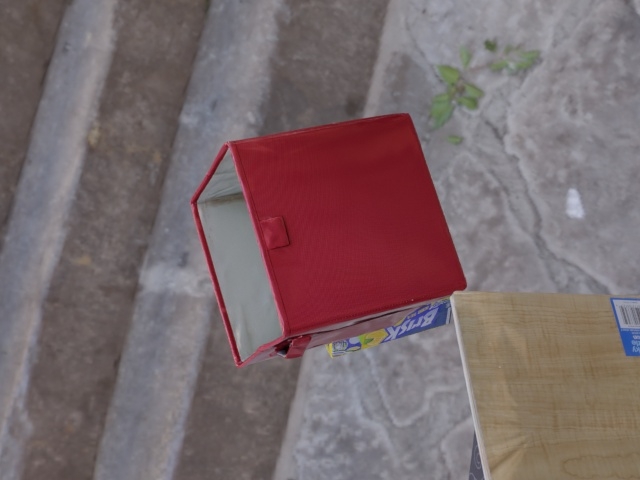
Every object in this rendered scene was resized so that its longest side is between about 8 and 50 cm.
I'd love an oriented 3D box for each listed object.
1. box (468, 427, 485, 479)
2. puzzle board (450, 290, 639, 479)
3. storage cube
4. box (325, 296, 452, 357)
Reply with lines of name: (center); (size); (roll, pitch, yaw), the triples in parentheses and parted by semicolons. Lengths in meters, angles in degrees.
box: (0.259, 0.284, 1.047); (0.165, 0.143, 0.270); (-134, 46, -68)
puzzle board: (0.121, 0.067, 0.395); (0.011, 0.128, 0.096); (114, 154, -54)
storage cube: (0.000, 0.000, 0.946); (0.183, 0.193, 0.215); (138, 118, -65)
box: (0.084, 0.093, 1.218); (0.059, 0.169, 0.054); (90, 159, -45)
